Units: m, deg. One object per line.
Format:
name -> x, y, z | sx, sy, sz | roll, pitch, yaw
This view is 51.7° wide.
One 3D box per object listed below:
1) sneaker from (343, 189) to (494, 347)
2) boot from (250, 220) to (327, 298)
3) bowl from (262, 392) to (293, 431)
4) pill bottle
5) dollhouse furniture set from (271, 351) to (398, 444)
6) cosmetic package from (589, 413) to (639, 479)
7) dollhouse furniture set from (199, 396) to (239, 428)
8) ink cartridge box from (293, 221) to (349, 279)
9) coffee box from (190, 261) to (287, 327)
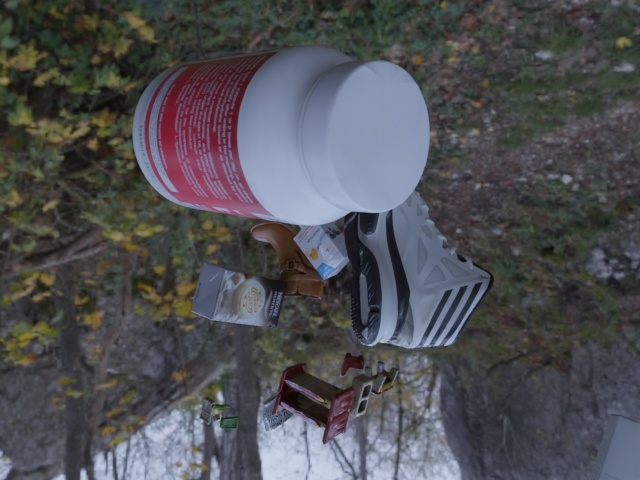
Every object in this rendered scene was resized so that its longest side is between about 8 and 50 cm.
sneaker -> 0.194, 0.010, 1.317 | 0.258, 0.447, 0.169 | 10, 151, -17
boot -> -0.096, 0.058, 1.956 | 0.284, 0.220, 0.109 | 6, 168, 18
bowl -> -0.149, 0.588, 2.328 | 0.170, 0.080, 0.170 | -37, -178, 2
pill bottle -> -0.064, -0.141, 0.895 | 0.229, 0.229, 0.408 | 1, -173, -42
dollhouse furniture set -> 0.053, 0.465, 2.037 | 0.201, 0.152, 0.374 | 21, -165, 32
cosmetic package -> 0.740, 0.554, 1.613 | 0.117, 0.231, 0.085 | 21, 171, 13
dollhouse furniture set -> -0.325, 0.559, 2.122 | 0.059, 0.076, 0.152 | 9, -179, -38
ink cartridge box -> 0.000, 0.000, 1.768 | 0.062, 0.181, 0.104 | -19, 156, -49
coffee box -> -0.219, 0.152, 1.813 | 0.098, 0.141, 0.247 | 13, 178, 40
